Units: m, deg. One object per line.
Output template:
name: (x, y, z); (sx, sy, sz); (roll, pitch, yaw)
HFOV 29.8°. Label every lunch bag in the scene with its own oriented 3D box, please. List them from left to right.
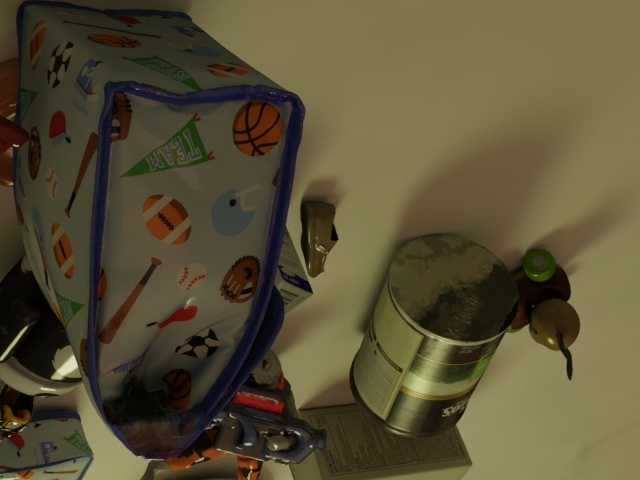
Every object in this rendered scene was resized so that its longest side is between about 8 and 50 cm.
lunch bag: (-0.498, 0.391, 1.904); (0.243, 0.115, 0.303); (-6, 145, -39)
lunch bag: (-0.182, -0.017, 1.228); (0.239, 0.328, 0.385); (0, 112, -26)

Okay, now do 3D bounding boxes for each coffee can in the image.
coffee can: (0.171, 0.153, 1.876); (0.202, 0.201, 0.275); (-8, 143, -20)

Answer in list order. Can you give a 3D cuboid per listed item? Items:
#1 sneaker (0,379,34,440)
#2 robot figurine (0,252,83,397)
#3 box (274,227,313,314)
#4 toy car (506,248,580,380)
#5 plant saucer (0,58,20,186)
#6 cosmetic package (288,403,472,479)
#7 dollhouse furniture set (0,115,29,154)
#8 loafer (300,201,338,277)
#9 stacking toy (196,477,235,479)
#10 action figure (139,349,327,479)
sneaker: (-0.461, 0.246, 1.678); (0.088, 0.093, 0.225); (16, 106, -53)
robot figurine: (-0.316, 0.082, 1.531); (0.209, 0.173, 0.278); (24, 125, -35)
box: (-0.094, 0.045, 1.636); (0.126, 0.137, 0.072); (-38, 144, 22)
toy car: (0.364, 0.138, 1.974); (0.149, 0.188, 0.155); (-26, 146, 5)
plant saucer: (-0.323, -0.125, 1.366); (0.200, 0.037, 0.200); (-15, 146, -10)
cosmetic package: (0.103, 0.389, 2.202); (0.309, 0.160, 0.113); (-2, 142, -25)
dollhouse furniture set: (-0.488, -0.094, 1.170); (0.374, 0.201, 0.152); (-34, 144, 16)
loafer: (0.000, 0.000, 1.699); (0.050, 0.056, 0.148); (-10, 145, -7)
stacking toy: (-0.195, 0.708, 2.187); (0.351, 0.480, 0.350); (-15, 146, -11)
action figure: (-0.179, 0.283, 1.944); (0.341, 0.178, 0.330); (23, 120, -18)
